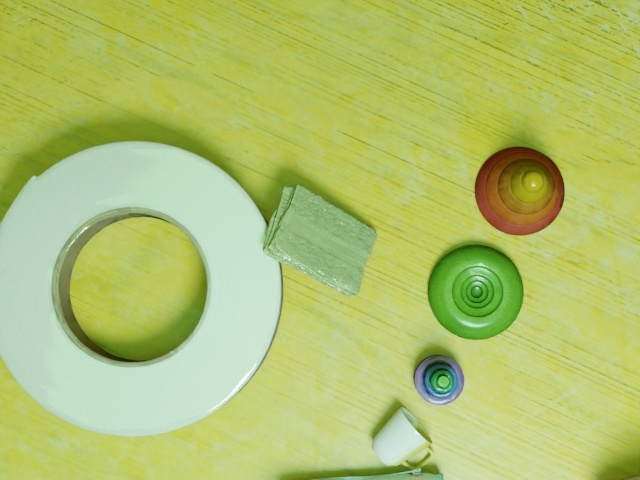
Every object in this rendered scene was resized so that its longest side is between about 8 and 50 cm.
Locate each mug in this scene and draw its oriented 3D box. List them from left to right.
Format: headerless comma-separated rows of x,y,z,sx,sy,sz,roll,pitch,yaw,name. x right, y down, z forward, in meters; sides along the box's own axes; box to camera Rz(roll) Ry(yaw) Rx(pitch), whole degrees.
0.107,0.266,1.478,0.064,0.062,0.078,-42,79,6,mug

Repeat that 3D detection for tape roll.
-0.243,0.061,1.496,0.392,0.072,0.392,0,87,1,tape roll

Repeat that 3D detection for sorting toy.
0.215,0.042,1.458,0.127,0.126,0.365,24,86,3,sorting toy

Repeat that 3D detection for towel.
0.000,0.000,1.483,0.148,0.027,0.110,28,66,-17,towel

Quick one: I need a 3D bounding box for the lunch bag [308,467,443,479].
0.061,0.413,1.415,0.223,0.160,0.262,-5,50,3,lunch bag

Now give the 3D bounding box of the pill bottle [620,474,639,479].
0.453,0.436,1.404,0.161,0.161,0.283,-15,85,0,pill bottle
